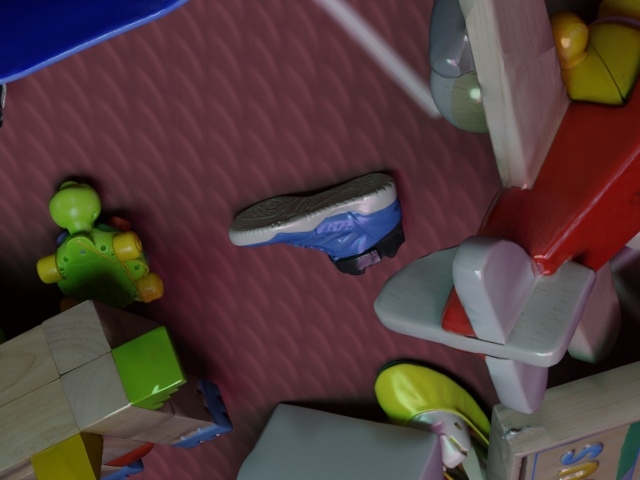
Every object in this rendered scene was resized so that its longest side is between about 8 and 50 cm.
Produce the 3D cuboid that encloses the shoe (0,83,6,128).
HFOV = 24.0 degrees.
[{"bbox_3d":[-0.288,-0.087,1.188,0.081,0.063,0.178,8,149,3],"label":"shoe"}]

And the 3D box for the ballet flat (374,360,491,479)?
[{"bbox_3d":[0.139,0.206,1.488,0.077,0.077,0.231,-33,124,17],"label":"ballet flat"}]

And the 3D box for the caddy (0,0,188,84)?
[{"bbox_3d":[-0.214,-0.245,1.035,0.341,0.179,0.241,-22,126,11],"label":"caddy"}]

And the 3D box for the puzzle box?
[{"bbox_3d":[0.287,0.224,1.424,0.272,0.052,0.409,-16,149,-5],"label":"puzzle box"}]

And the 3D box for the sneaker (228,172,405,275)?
[{"bbox_3d":[0.000,0.000,1.325,0.152,0.058,0.084,-17,119,-2],"label":"sneaker"}]

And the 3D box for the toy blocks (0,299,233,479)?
[{"bbox_3d":[-0.254,0.175,1.333,0.381,0.191,0.261,-26,163,10],"label":"toy blocks"}]

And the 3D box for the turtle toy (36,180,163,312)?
[{"bbox_3d":[-0.194,0.009,1.303,0.095,0.066,0.130,-16,127,9],"label":"turtle toy"}]

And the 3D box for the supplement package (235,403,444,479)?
[{"bbox_3d":[0.023,0.333,1.478,0.175,0.177,0.293,8,132,22],"label":"supplement package"}]

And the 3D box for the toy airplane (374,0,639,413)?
[{"bbox_3d":[0.175,-0.067,1.162,0.384,0.272,0.386,-4,121,-45],"label":"toy airplane"}]
